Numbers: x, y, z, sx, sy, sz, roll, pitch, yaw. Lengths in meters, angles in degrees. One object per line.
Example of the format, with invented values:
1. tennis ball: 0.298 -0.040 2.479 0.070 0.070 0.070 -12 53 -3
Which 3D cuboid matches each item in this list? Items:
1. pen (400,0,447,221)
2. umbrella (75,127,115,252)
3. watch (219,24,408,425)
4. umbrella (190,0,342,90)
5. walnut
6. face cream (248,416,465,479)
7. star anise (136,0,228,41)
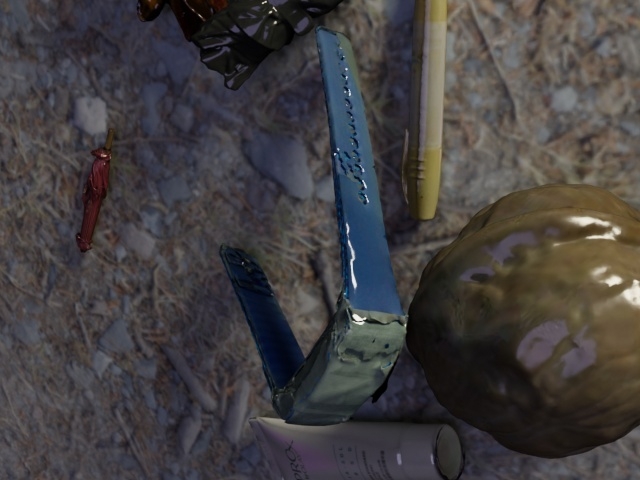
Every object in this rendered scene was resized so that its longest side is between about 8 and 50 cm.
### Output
1. pen: 0.092 -0.130 0.742 0.040 0.032 0.233 19 115 48
2. umbrella: -0.258 -0.054 0.956 0.027 0.025 0.165 19 118 -3
3. watch: 0.006 -0.005 0.730 0.276 0.068 0.274 -64 31 30
4. umbrella: -0.011 -0.227 0.727 0.236 0.059 0.066 -36 113 20
5. walnut: 0.180 0.057 0.652 0.224 0.224 0.224 9 110 25
6. face cream: 0.032 0.221 0.877 0.244 0.058 0.092 -11 105 37
7. star anise: -0.101 -0.273 0.769 0.234 0.073 0.177 5 124 29
